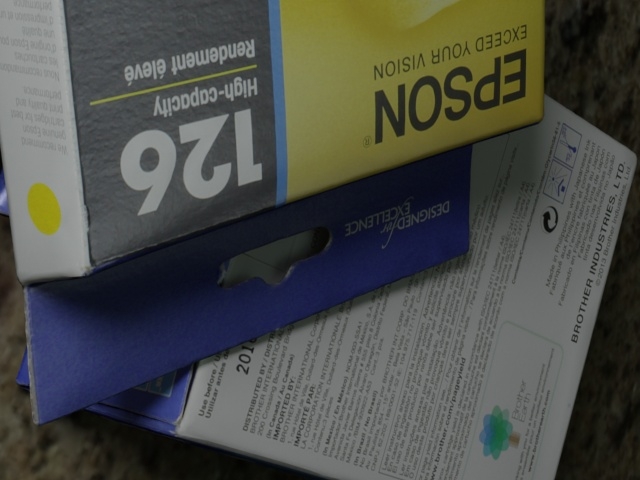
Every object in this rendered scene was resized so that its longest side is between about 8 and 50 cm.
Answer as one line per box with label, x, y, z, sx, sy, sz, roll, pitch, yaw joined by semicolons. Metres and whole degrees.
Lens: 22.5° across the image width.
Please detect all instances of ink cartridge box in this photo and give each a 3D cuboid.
ink cartridge box;-0.010;-0.094;0.747;0.304;0.072;0.307;-21;114;-40
ink cartridge box;0.000;0.000;0.940;0.395;0.151;0.270;25;78;-47
